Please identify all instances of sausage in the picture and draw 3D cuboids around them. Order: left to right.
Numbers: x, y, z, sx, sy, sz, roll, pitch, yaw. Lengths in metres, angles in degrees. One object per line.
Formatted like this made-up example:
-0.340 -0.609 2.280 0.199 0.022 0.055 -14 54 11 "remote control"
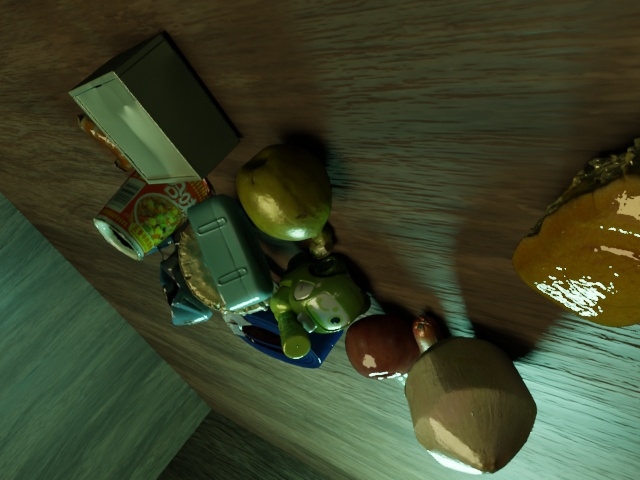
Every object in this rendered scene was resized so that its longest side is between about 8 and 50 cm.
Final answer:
0.252 0.262 1.197 0.053 0.053 0.347 13 144 42 "sausage"

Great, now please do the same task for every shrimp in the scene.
-0.509 -0.231 1.410 0.161 0.049 0.166 38 161 -2 "shrimp"

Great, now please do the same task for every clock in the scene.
-0.175 0.031 1.213 0.274 0.094 0.223 73 174 -84 "clock"

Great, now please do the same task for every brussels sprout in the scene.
0.001 0.000 1.111 0.051 0.046 0.083 21 148 20 "brussels sprout"

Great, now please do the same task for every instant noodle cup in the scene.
-0.368 -0.072 1.281 0.193 0.212 0.193 30 152 17 "instant noodle cup"

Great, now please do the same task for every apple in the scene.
0.125 0.218 1.186 0.154 0.119 0.153 -1 154 0 "apple"

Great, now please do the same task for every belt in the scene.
-0.105 0.217 1.509 0.347 0.117 0.212 6 140 47 "belt"

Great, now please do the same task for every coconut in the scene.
0.260 0.295 1.019 0.224 0.224 0.234 64 180 -40 "coconut"

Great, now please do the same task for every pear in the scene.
-0.051 -0.077 0.943 0.162 0.148 0.149 43 154 -26 "pear"

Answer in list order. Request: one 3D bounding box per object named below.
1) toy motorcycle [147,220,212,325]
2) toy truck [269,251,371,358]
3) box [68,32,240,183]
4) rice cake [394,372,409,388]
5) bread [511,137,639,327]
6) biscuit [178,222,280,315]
-0.372 0.055 1.465 0.416 0.232 0.172 35 157 10 "toy motorcycle"
-0.024 0.130 1.194 0.148 0.210 0.187 53 167 -29 "toy truck"
-0.298 -0.226 1.058 0.225 0.117 0.225 4 138 50 "box"
0.251 0.359 1.366 0.211 0.038 0.124 49 152 -21 "rice cake"
0.324 0.002 0.622 0.174 0.121 0.245 38 152 4 "bread"
-0.219 0.076 1.359 0.281 0.179 0.084 42 154 -6 "biscuit"
